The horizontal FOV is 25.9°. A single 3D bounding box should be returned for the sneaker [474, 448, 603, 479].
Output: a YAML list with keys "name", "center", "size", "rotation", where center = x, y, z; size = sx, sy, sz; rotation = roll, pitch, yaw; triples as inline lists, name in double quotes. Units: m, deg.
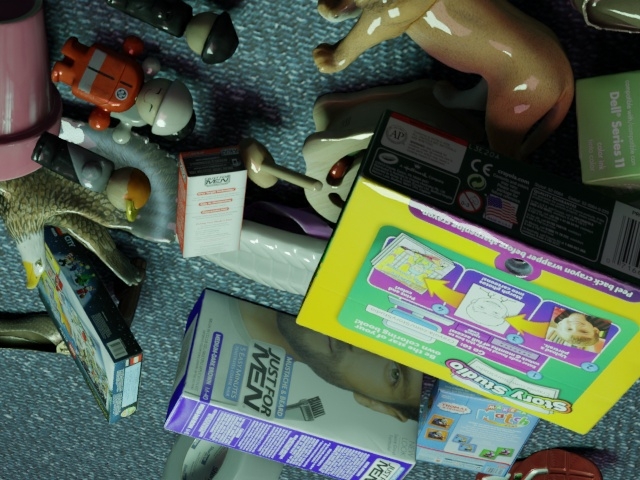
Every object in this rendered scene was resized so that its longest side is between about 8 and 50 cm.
- name: "sneaker"
  center: [0.366, 0.392, 2.197]
  size: [0.221, 0.087, 0.128]
  rotation: [-8, 149, 40]

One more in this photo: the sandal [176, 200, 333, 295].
- name: "sandal"
  center: [0.002, 0.006, 1.752]
  size: [0.416, 0.102, 0.169]
  rotation: [14, 159, 16]

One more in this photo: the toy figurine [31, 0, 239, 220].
- name: "toy figurine"
  center: [-0.195, -0.153, 1.485]
  size: [0.148, 0.213, 0.209]
  rotation: [25, 133, -2]

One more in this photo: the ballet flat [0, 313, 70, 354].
- name: "ballet flat"
  center: [-0.455, 0.143, 2.054]
  size: [0.250, 0.058, 0.084]
  rotation: [7, 143, 3]

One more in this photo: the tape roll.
- name: "tape roll"
  center: [-0.150, 0.343, 2.114]
  size: [0.072, 0.219, 0.219]
  rotation: [33, 137, -29]

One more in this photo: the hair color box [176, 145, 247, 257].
- name: "hair color box"
  center: [-0.128, -0.044, 1.614]
  size: [0.072, 0.043, 0.141]
  rotation: [-8, 142, -16]

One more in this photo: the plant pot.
- name: "plant pot"
  center: [-0.377, -0.191, 1.516]
  size: [0.201, 0.201, 0.180]
  rotation: [13, 127, -4]

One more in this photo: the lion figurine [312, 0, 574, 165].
- name: "lion figurine"
  center: [0.142, -0.213, 1.402]
  size: [0.392, 0.142, 0.240]
  rotation: [30, 140, -24]

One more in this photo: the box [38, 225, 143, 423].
- name: "box"
  center: [-0.311, 0.109, 1.859]
  size: [0.044, 0.233, 0.159]
  rotation: [-22, 151, -24]

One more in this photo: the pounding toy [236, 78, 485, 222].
- name: "pounding toy"
  center: [0.048, -0.069, 1.596]
  size: [0.269, 0.155, 0.154]
  rotation: [-7, 137, 23]

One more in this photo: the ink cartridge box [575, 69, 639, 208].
- name: "ink cartridge box"
  center: [0.460, -0.107, 1.430]
  size: [0.353, 0.119, 0.207]
  rotation: [-7, 165, 22]

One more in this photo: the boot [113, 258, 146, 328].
- name: "boot"
  center: [-0.271, 0.095, 1.907]
  size: [0.037, 0.114, 0.106]
  rotation: [15, 143, -12]

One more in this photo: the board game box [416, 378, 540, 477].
- name: "board game box"
  center: [0.232, 0.281, 2.101]
  size: [0.160, 0.039, 0.211]
  rotation: [12, 143, -3]

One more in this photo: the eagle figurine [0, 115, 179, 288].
- name: "eagle figurine"
  center: [-0.328, -0.049, 1.699]
  size: [0.298, 0.226, 0.225]
  rotation: [0, 112, -30]

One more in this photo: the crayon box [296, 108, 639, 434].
- name: "crayon box"
  center: [0.185, 0.046, 1.496]
  size: [0.363, 0.106, 0.313]
  rotation: [22, 148, -1]

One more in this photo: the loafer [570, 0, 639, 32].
- name: "loafer"
  center: [0.373, -0.235, 1.368]
  size: [0.251, 0.087, 0.094]
  rotation: [1, 141, 10]

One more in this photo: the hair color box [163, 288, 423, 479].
- name: "hair color box"
  center: [-0.032, 0.212, 1.949]
  size: [0.339, 0.185, 0.110]
  rotation: [19, 140, -12]
